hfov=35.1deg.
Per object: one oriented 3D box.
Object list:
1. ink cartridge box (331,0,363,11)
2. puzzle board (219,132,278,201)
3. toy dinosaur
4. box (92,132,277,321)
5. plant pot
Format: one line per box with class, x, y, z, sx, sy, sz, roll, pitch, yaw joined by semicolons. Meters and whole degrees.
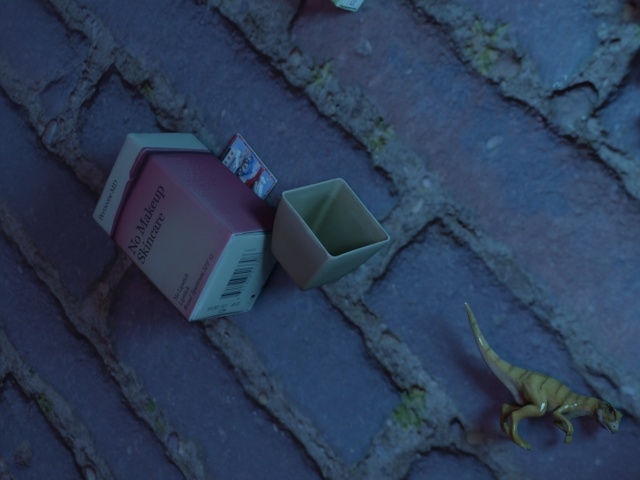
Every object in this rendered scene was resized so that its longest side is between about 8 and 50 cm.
ink cartridge box;0.044;-0.424;1.224;0.171;0.056;0.235;49;117;22
puzzle board;-0.121;-0.070;1.408;0.096;0.011;0.128;50;120;22
toy dinosaur;0.235;0.171;1.143;0.211;0.064;0.112;28;93;22
box;-0.176;-0.023;1.367;0.232;0.126;0.149;42;117;27
plant pot;0.000;0.000;1.270;0.109;0.109;0.096;53;134;21
